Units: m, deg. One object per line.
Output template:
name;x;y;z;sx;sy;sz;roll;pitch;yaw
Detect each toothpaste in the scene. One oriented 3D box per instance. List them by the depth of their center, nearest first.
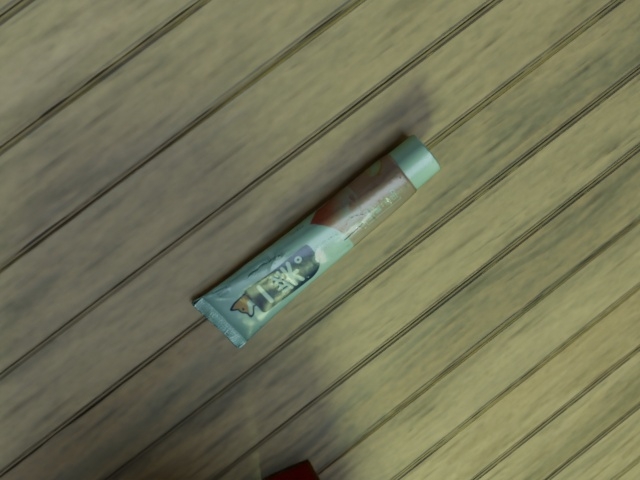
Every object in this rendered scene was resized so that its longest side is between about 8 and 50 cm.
toothpaste;0.000;0.000;0.617;0.205;0.036;0.056;-39;118;2

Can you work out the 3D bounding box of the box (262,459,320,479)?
box;0.006;0.287;0.691;0.048;0.112;0.175;-21;115;-12
